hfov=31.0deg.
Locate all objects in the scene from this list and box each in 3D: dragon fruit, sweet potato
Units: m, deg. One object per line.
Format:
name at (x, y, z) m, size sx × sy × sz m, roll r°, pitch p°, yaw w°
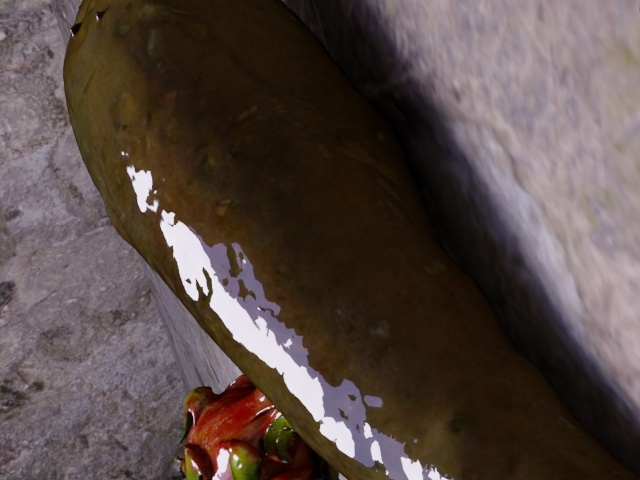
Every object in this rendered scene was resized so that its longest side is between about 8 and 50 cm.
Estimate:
dragon fruit at (-0.040, 0.149, 0.924) m, size 0.142 × 0.138 × 0.175 m, roll 29°, pitch 124°, yaw 7°
sweet potato at (0.000, 0.005, 0.482) m, size 0.422 × 0.130 × 0.130 m, roll 51°, pitch 160°, yaw 35°
